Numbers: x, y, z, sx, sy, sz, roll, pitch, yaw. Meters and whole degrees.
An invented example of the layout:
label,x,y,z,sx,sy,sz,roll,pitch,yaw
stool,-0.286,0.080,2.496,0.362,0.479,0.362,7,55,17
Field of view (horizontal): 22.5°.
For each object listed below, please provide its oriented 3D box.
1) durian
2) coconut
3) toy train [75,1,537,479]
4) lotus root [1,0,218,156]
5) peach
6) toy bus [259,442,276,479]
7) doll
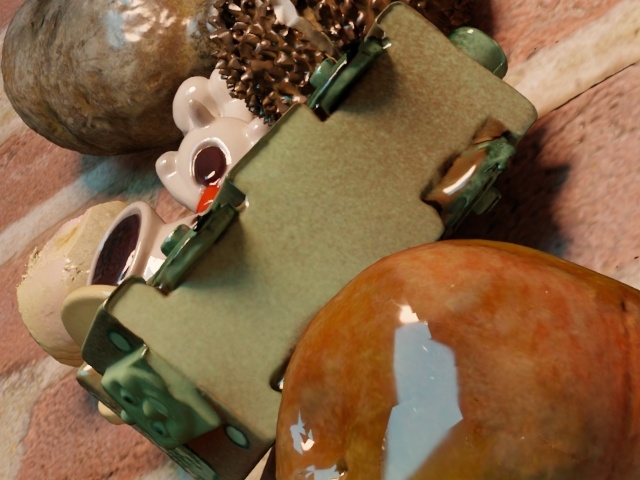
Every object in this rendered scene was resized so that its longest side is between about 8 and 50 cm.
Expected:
label,x,y,z,sx,sy,sz,roll,pitch,yaw
durian,0.023,-0.145,1.103,0.196,0.167,0.196,-12,72,42
coconut,-0.167,0.034,1.247,0.122,0.116,0.116,-31,39,40
toy train,0.000,0.000,0.918,0.326,0.129,0.159,-49,-2,-32
lotus root,-0.173,-0.161,1.394,0.349,0.175,0.175,1,63,58
peach,0.074,0.091,0.729,0.214,0.214,0.235,-52,23,11
toy bus,-0.016,0.218,0.877,0.081,0.074,0.226,-8,55,54
doll,-0.090,0.002,1.158,0.208,0.144,0.271,-32,36,4
